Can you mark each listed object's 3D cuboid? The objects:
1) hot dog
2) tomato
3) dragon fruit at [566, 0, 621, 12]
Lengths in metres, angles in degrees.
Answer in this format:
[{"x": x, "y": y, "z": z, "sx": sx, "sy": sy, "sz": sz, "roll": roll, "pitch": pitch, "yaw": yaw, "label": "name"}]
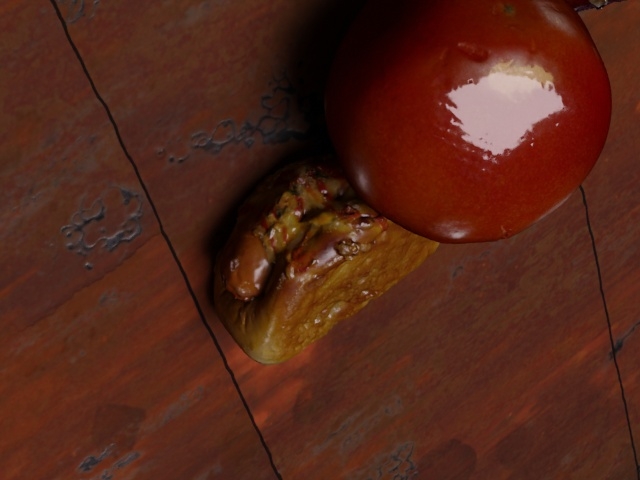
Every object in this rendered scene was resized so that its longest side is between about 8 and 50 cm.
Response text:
[{"x": 0.000, "y": 0.000, "z": 1.756, "sx": 0.256, "sy": 0.150, "sz": 0.153, "roll": -35, "pitch": 142, "yaw": -16, "label": "hot dog"}, {"x": 0.144, "y": -0.153, "z": 1.668, "sx": 0.298, "sy": 0.299, "sz": 0.226, "roll": -23, "pitch": 156, "yaw": -26, "label": "tomato"}, {"x": 0.312, "y": -0.322, "z": 1.791, "sx": 0.218, "sy": 0.224, "sz": 0.148, "roll": -11, "pitch": 95, "yaw": 11, "label": "dragon fruit"}]
